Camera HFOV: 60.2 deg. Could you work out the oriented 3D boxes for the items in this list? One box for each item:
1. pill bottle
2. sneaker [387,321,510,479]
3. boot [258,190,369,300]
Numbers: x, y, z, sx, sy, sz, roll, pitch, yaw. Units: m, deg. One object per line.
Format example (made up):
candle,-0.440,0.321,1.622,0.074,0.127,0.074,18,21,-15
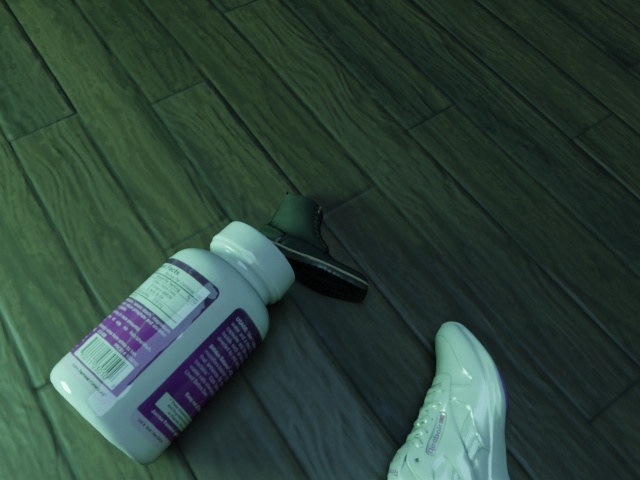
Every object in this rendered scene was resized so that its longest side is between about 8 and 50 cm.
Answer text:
pill bottle,-0.175,0.118,0.721,0.169,0.169,0.301,36,65,16
sneaker,0.159,0.246,0.697,0.152,0.114,0.305,2,61,-3
boot,0.000,0.000,0.854,0.197,0.077,0.137,24,57,9
